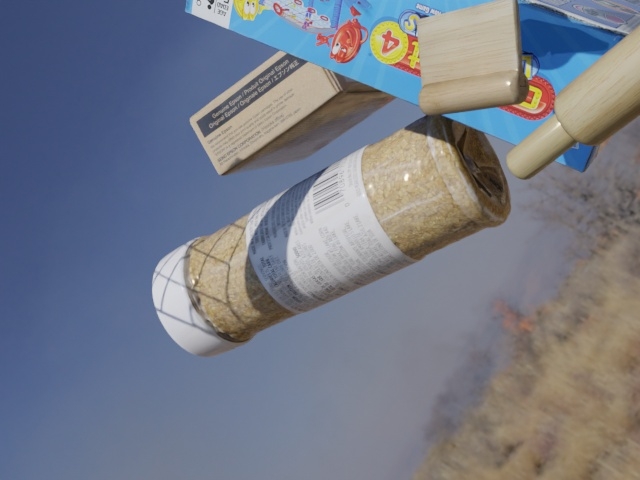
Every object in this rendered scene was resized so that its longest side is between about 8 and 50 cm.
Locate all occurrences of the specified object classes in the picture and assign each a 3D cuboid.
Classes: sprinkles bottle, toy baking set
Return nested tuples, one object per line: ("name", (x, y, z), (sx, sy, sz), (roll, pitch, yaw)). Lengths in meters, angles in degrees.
("sprinkles bottle", (0.000, 0.000, 0.821), (0.355, 0.121, 0.121), (-27, 6, 29))
("toy baking set", (0.105, -0.149, 0.352), (0.030, 0.197, 0.256), (-21, -10, -42))

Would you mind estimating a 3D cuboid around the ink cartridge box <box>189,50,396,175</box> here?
("ink cartridge box", (-0.019, -0.173, 1.081), (0.193, 0.088, 0.234), (-32, -5, 27))

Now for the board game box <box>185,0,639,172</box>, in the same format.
("board game box", (0.108, -0.185, 0.667), (0.308, 0.301, 0.086), (-35, -35, -56))
